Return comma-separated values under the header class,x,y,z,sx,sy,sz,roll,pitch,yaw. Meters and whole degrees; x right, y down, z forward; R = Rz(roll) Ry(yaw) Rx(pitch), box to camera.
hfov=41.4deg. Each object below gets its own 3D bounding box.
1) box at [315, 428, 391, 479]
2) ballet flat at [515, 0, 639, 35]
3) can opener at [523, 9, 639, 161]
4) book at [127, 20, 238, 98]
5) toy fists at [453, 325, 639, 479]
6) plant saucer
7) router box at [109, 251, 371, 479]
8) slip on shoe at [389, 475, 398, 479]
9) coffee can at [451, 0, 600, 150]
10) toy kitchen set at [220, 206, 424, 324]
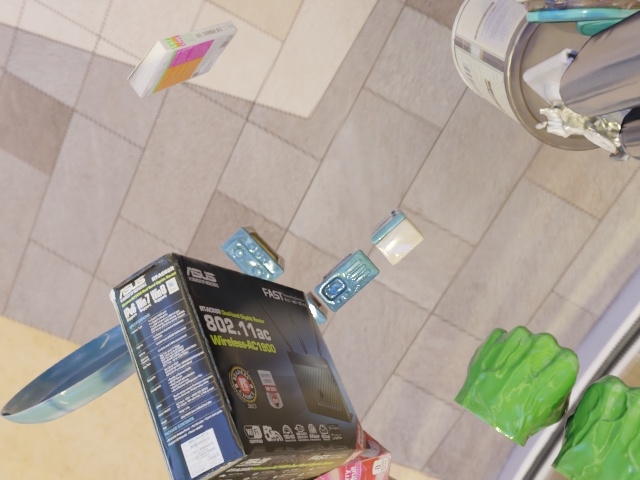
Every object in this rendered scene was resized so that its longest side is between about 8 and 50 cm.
class,x,y,z,sx,sy,sz,roll,pitch,yaw
box,-0.023,0.315,0.894,0.122,0.128,0.257,30,120,51
ballet flat,0.279,-0.256,0.778,0.139,0.400,0.139,6,102,30
can opener,0.159,-0.083,0.402,0.074,0.280,0.093,35,98,-1
book,-0.189,-0.257,1.189,0.035,0.144,0.096,53,133,5
toy fists,0.312,0.214,1.071,0.279,0.096,0.142,32,87,33
plant saucer,-0.354,0.199,1.347,0.317,0.317,0.044,-25,101,24
router box,-0.032,0.062,0.388,0.038,0.122,0.092,-32,66,17
slip on shoe,0.052,0.400,1.246,0.331,0.101,0.123,21,121,3
coffee can,0.305,-0.253,1.132,0.201,0.275,0.202,-2,112,-5
toy kitchen set,0.000,0.000,1.094,0.207,0.122,0.166,-43,93,6
